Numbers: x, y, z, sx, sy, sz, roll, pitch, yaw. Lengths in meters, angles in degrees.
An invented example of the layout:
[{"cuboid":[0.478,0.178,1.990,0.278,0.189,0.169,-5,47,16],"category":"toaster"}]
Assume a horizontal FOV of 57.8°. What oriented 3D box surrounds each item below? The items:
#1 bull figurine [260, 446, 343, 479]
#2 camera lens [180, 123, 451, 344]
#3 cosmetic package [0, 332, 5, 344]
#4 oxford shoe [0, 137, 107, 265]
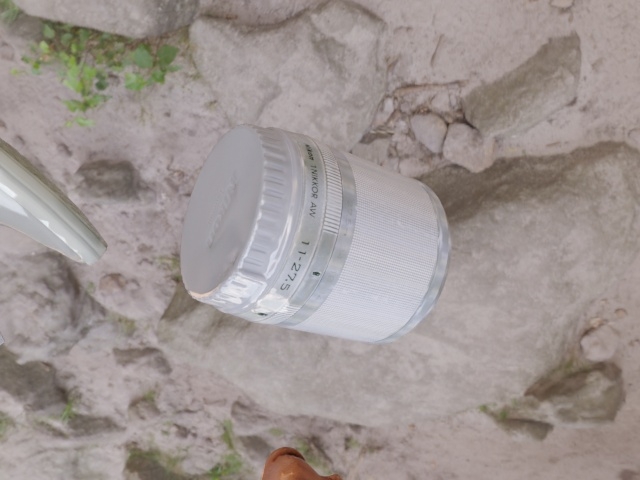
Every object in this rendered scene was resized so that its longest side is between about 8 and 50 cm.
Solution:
[{"cuboid":[-0.058,0.467,0.836,0.188,0.310,0.101,28,160,-23],"category":"bull figurine"},{"cuboid":[0.000,0.000,0.694,0.274,0.219,0.219,16,136,-32],"category":"camera lens"},{"cuboid":[-0.879,0.205,1.271,0.224,0.225,0.138,22,135,22],"category":"cosmetic package"},{"cuboid":[-0.400,-0.097,0.522,0.449,0.130,0.169,41,167,-33],"category":"oxford shoe"}]
